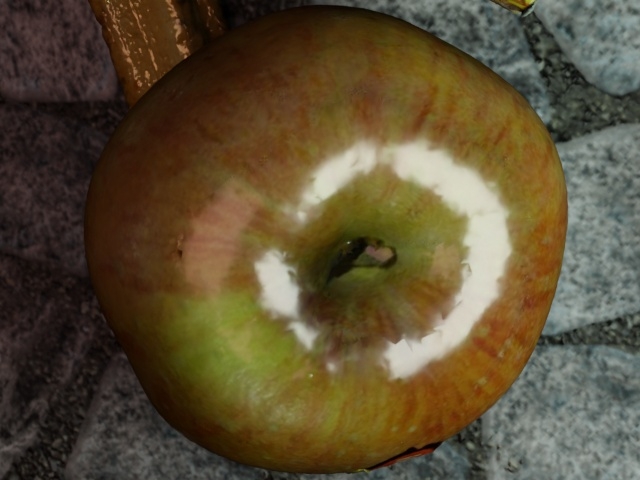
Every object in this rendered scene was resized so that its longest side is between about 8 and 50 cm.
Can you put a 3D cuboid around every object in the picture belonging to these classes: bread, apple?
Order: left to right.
[{"bbox_3d":[-0.139,-0.185,1.693,0.114,0.083,0.211,-12,102,28],"label":"bread"},{"bbox_3d":[0.000,0.000,1.553,0.400,0.333,0.400,-2,97,-12],"label":"apple"}]

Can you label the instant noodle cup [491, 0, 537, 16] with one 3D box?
[{"bbox_3d":[0.124,-0.353,1.438,0.266,0.340,0.340,34,115,-5],"label":"instant noodle cup"}]
